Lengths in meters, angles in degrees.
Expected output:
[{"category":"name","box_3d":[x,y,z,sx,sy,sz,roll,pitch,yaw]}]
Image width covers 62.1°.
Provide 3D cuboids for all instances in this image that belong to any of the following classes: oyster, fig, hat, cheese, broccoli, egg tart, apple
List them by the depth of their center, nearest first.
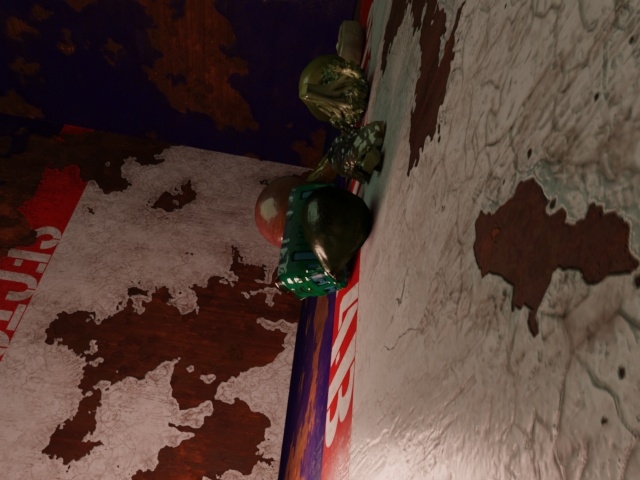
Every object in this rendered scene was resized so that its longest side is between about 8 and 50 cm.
[{"category":"hat","box_3d":[0.130,-0.204,1.382,0.076,0.059,0.077,-65,9,-4]},{"category":"fig","box_3d":[0.032,-0.021,1.387,0.195,0.195,0.244,130,153,-81]},{"category":"oyster","box_3d":[0.096,-0.250,1.557,0.341,0.110,0.166,-164,78,-73]},{"category":"broccoli","box_3d":[0.050,-0.510,1.887,0.263,0.243,0.246,-29,65,59]},{"category":"apple","box_3d":[-0.077,-0.103,2.029,0.345,0.345,0.269,-96,20,-74]},{"category":"egg tart","box_3d":[0.055,-0.307,2.062,0.279,0.095,0.279,-50,8,10]},{"category":"apple","box_3d":[0.043,-0.612,2.139,0.279,0.279,0.279,-170,90,-86]},{"category":"cheese","box_3d":[0.125,-0.857,2.498,0.318,0.115,0.326,-95,16,-72]}]

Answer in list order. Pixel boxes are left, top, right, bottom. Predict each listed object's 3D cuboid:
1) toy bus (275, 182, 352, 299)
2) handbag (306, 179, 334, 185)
[{"category":"toy bus","box_3d":[0.000,0.000,1.624,0.183,0.200,0.343,41,-131,-51]},{"category":"handbag","box_3d":[-0.014,-0.127,2.495,0.171,0.151,0.298,-117,33,-74]}]
